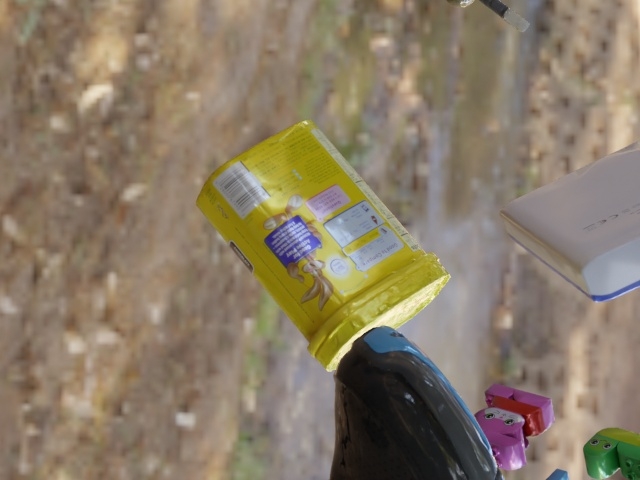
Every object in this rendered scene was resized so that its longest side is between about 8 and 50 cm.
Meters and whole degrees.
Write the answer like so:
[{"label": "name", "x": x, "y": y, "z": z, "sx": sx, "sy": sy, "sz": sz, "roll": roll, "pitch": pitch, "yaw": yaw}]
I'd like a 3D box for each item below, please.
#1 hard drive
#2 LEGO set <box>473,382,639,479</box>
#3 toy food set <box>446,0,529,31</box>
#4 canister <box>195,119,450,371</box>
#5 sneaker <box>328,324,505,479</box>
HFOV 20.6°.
[{"label": "hard drive", "x": 0.291, "y": -0.033, "z": 1.568, "sx": 0.319, "sy": 0.210, "sz": 0.040, "roll": -123, "pitch": -173, "yaw": -79}, {"label": "LEGO set", "x": 0.178, "y": 0.173, "z": 1.090, "sx": 0.093, "sy": 0.227, "sz": 0.087, "roll": -37, "pitch": 125, "yaw": -36}, {"label": "toy food set", "x": 0.066, "y": -0.151, "z": 0.997, "sx": 0.078, "sy": 0.019, "sz": 0.122, "roll": 33, "pitch": 10, "yaw": -24}, {"label": "canister", "x": 0.000, "y": 0.000, "z": 1.362, "sx": 0.126, "sy": 0.170, "sz": 0.073, "roll": -31, "pitch": 164, "yaw": -33}, {"label": "sneaker", "x": 0.035, "y": 0.214, "z": 1.018, "sx": 0.125, "sy": 0.139, "sz": 0.341, "roll": -138, "pitch": -144, "yaw": -60}]
